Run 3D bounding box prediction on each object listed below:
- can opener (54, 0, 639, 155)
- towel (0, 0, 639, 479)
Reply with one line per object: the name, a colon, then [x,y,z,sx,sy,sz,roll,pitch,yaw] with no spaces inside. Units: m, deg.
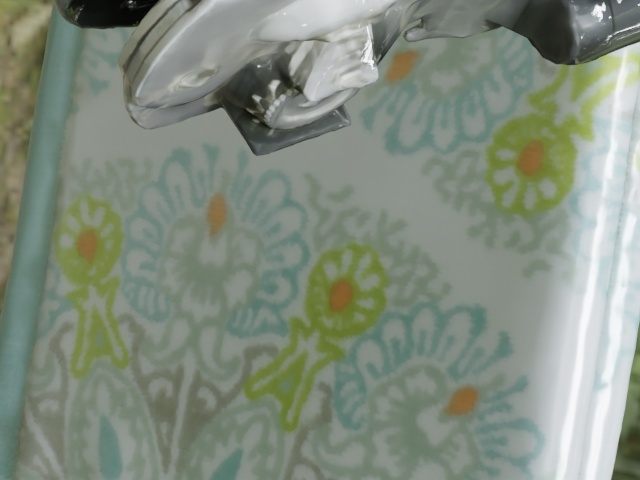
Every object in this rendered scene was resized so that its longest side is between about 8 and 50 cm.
can opener: [0.066,-0.101,0.494,0.283,0.095,0.076,-22,165,-22]
towel: [0.000,0.000,0.892,0.090,0.320,0.375,10,89,-58]
